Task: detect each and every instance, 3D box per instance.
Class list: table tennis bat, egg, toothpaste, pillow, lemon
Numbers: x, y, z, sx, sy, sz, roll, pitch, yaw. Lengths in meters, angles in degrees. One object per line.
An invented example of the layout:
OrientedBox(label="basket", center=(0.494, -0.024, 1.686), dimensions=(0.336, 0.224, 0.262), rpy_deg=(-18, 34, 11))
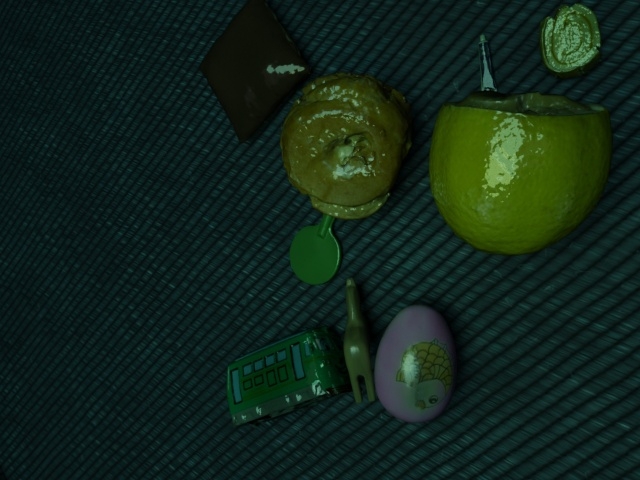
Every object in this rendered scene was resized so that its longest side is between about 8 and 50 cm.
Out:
OrientedBox(label="table tennis bat", center=(0.000, 0.000, 1.440), dimensions=(0.160, 0.039, 0.257), rpy_deg=(29, 109, 25))
OrientedBox(label="egg", center=(0.221, 0.287, 1.243), dimensions=(0.196, 0.196, 0.271), rpy_deg=(-8, 85, 28))
OrientedBox(label="toothpaste", center=(0.385, -0.409, 1.233), dimensions=(0.037, 0.021, 0.140), rpy_deg=(-7, 90, 27))
OrientedBox(label="pillow", center=(-0.201, -0.487, 1.492), dimensions=(0.305, 0.108, 0.308), rpy_deg=(-39, 71, 28))
OrientedBox(label="lemon", center=(0.391, -0.127, 1.073), dimensions=(0.364, 0.364, 0.364), rpy_deg=(1, 92, 28))

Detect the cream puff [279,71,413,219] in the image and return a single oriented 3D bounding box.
OrientedBox(label="cream puff", center=(0.068, -0.234, 1.280), dimensions=(0.327, 0.231, 0.343), rpy_deg=(-14, 120, 18))

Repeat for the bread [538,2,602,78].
OrientedBox(label="bread", center=(0.531, -0.426, 1.131), dimensions=(0.117, 0.064, 0.156), rpy_deg=(-6, 88, 23))

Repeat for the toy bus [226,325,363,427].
OrientedBox(label="toy bus", center=(-0.081, 0.360, 1.412), dimensions=(0.343, 0.183, 0.200), rpy_deg=(-26, 67, 25))

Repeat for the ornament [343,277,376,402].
OrientedBox(label="ornament", center=(0.093, 0.236, 1.322), dimensions=(0.061, 0.230, 0.245), rpy_deg=(-8, 110, 8))
